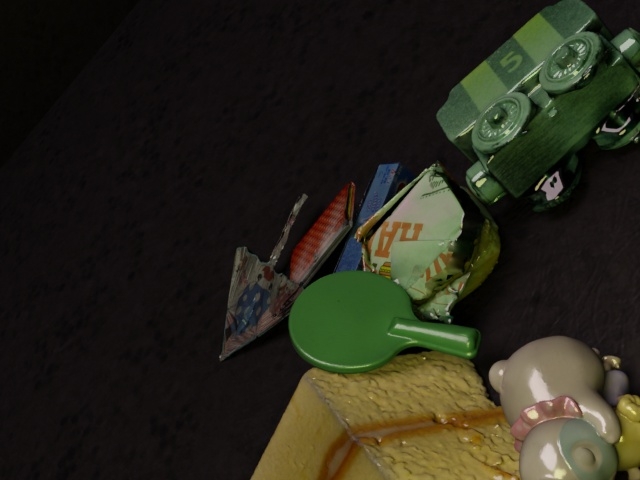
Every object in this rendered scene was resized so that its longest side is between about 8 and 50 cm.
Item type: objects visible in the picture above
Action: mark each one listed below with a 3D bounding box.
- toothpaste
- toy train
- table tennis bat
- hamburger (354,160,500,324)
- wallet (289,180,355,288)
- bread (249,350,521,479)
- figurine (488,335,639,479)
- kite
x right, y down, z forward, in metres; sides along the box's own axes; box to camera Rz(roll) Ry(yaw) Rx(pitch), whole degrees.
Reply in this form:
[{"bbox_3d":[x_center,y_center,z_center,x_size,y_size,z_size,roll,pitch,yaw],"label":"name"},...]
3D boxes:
[{"bbox_3d":[0.075,0.011,1.524,0.053,0.066,0.272,-1,60,48],"label":"toothpaste"},{"bbox_3d":[0.303,-0.188,1.365,0.299,0.167,0.238,-41,31,14],"label":"toy train"},{"bbox_3d":[0.080,0.111,1.293,0.257,0.039,0.160,9,52,22],"label":"table tennis bat"},{"bbox_3d":[0.153,0.027,1.383,0.214,0.125,0.235,-53,44,18],"label":"hamburger"},{"bbox_3d":[0.000,0.000,1.601,0.196,0.020,0.103,-52,23,41],"label":"wallet"},{"bbox_3d":[0.082,0.338,1.273,0.346,0.242,0.405,-118,37,-48],"label":"bread"},{"bbox_3d":[0.271,0.219,1.060,0.236,0.155,0.127,-92,15,-50],"label":"figurine"},{"bbox_3d":[-0.091,0.064,1.678,0.314,0.011,0.335,-63,28,0],"label":"kite"}]
